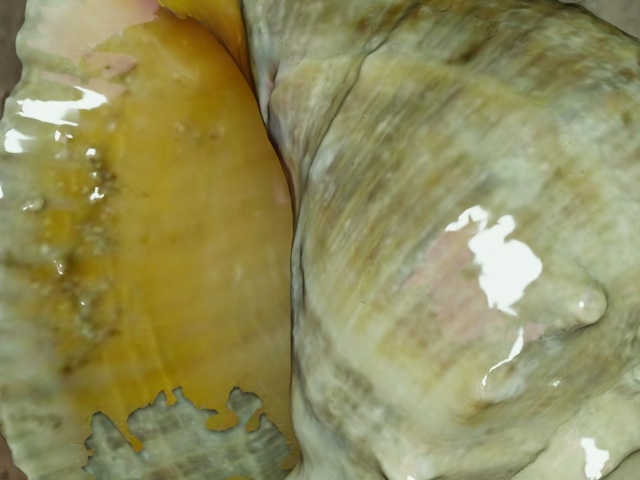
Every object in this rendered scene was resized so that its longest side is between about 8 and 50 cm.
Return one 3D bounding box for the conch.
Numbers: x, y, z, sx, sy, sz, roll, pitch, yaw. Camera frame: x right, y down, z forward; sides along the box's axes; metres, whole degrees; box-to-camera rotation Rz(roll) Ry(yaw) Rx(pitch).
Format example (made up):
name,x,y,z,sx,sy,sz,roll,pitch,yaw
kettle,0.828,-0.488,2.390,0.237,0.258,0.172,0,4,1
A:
name,x,y,z,sx,sy,sz,roll,pitch,yaw
conch,0.011,0.008,0.750,0.297,0.352,0.210,-43,136,14
